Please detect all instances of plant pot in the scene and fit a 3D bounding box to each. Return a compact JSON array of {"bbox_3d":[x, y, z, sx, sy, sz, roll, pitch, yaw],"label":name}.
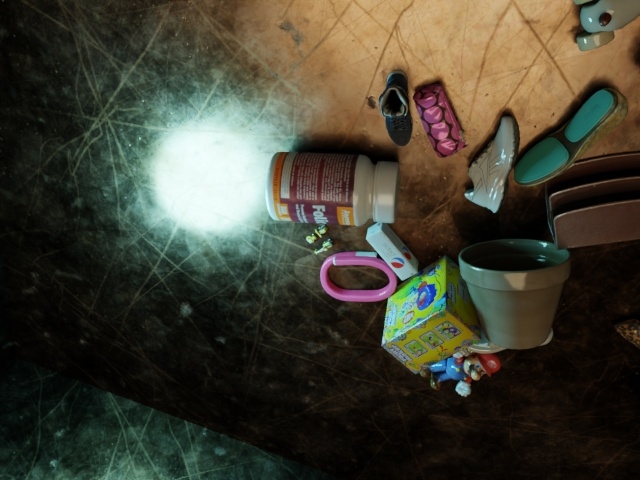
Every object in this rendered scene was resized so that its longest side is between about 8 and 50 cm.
[{"bbox_3d":[0.605,0.171,1.553,0.323,0.323,0.280,-4,105,17],"label":"plant pot"}]

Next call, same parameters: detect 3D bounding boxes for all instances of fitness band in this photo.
[{"bbox_3d":[0.141,0.140,1.859,0.290,0.054,0.209,0,124,16],"label":"fitness band"}]

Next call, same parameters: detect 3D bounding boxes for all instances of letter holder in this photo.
[{"bbox_3d":[0.826,-0.119,1.447,0.301,0.152,0.214,-9,119,20],"label":"letter holder"}]

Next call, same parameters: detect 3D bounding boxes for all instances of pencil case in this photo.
[{"bbox_3d":[0.349,-0.348,1.445,0.098,0.095,0.209,7,137,54],"label":"pencil case"}]

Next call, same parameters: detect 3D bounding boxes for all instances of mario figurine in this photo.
[{"bbox_3d":[0.544,0.509,1.936,0.198,0.170,0.320,17,145,-42],"label":"mario figurine"}]

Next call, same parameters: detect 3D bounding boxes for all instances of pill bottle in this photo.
[{"bbox_3d":[0.044,-0.160,1.569,0.392,0.224,0.224,4,125,12],"label":"pill bottle"}]

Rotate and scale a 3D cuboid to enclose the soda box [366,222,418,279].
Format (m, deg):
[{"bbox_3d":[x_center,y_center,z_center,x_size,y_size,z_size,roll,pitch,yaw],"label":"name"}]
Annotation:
[{"bbox_3d":[0.253,0.035,1.744,0.069,0.074,0.216,-32,111,30],"label":"soda box"}]

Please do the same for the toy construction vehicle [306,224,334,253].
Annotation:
[{"bbox_3d":[0.000,0.000,1.808,0.098,0.035,0.086,-28,114,29],"label":"toy construction vehicle"}]

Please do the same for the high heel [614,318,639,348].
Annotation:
[{"bbox_3d":[1.140,0.378,1.770,0.186,0.093,0.261,8,136,30],"label":"high heel"}]

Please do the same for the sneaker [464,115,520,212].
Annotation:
[{"bbox_3d":[0.509,-0.225,1.483,0.129,0.111,0.297,19,122,22],"label":"sneaker"}]

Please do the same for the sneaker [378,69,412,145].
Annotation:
[{"bbox_3d":[0.218,-0.351,1.432,0.086,0.163,0.226,-3,125,14],"label":"sneaker"}]

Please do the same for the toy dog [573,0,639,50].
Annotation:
[{"bbox_3d":[0.750,-0.565,1.148,0.220,0.161,0.333,43,123,-16],"label":"toy dog"}]

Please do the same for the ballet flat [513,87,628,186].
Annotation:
[{"bbox_3d":[0.707,-0.270,1.405,0.123,0.123,0.348,32,127,-9],"label":"ballet flat"}]

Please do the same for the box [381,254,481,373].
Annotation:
[{"bbox_3d":[0.383,0.256,1.731,0.177,0.290,0.279,41,123,-15],"label":"box"}]

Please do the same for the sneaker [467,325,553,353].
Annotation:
[{"bbox_3d":[0.654,0.298,1.763,0.319,0.127,0.208,-12,143,11],"label":"sneaker"}]
